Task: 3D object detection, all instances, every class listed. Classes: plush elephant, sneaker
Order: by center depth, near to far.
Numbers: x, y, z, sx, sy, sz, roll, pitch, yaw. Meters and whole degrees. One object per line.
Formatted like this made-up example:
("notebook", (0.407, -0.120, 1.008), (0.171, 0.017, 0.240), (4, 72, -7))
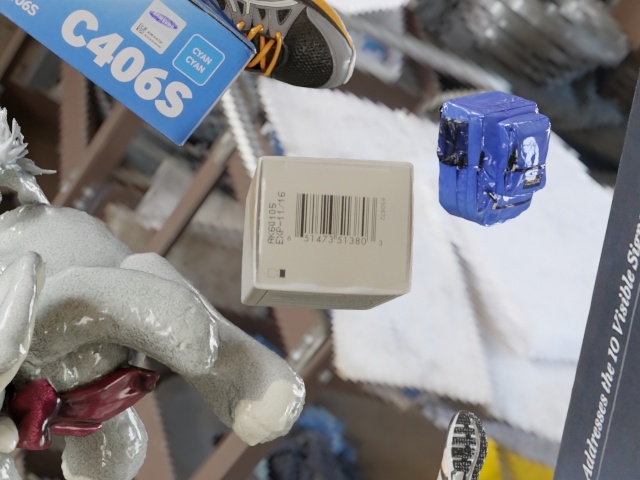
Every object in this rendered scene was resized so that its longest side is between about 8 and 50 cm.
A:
("plush elephant", (-0.220, 0.099, 1.148), (0.330, 0.272, 0.255), (56, 47, -19))
("sneaker", (-0.076, -0.170, 1.326), (0.215, 0.084, 0.083), (24, 39, 2))
("sneaker", (0.110, 0.193, 1.380), (0.040, 0.044, 0.109), (16, 71, -30))

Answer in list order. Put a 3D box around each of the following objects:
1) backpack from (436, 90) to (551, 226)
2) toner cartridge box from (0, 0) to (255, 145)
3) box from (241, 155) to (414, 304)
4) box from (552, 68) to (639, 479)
("backpack", (0.166, -0.073, 1.621), (0.098, 0.120, 0.101), (-10, 25, -38))
("toner cartridge box", (-0.156, -0.180, 1.071), (0.165, 0.075, 0.348), (36, 8, -23))
("box", (0.000, 0.000, 1.618), (0.148, 0.121, 0.311), (2, -5, -6))
("box", (0.398, 0.041, 0.908), (0.297, 0.480, 0.472), (-3, 25, -26))
